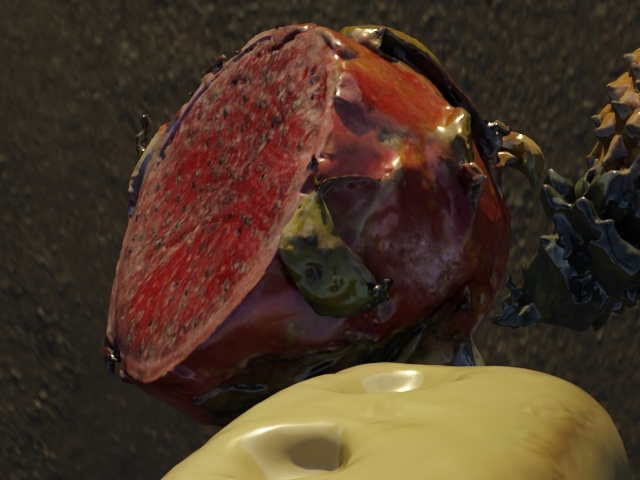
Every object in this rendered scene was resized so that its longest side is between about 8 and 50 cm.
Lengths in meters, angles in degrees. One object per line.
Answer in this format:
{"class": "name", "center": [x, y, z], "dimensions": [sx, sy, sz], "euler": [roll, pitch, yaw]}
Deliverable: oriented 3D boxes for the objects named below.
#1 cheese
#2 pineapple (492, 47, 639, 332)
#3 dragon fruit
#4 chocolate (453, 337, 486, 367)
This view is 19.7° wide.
{"class": "cheese", "center": [0.022, 0.143, 0.501], "dimensions": [0.117, 0.218, 0.235], "euler": [2, 39, 22]}
{"class": "pineapple", "center": [0.292, -0.046, 1.561], "dimensions": [0.357, 0.223, 0.223], "euler": [-43, 72, -8]}
{"class": "dragon fruit", "center": [0.000, 0.000, 0.897], "dimensions": [0.147, 0.282, 0.211], "euler": [29, 89, -23]}
{"class": "chocolate", "center": [0.071, 0.070, 1.208], "dimensions": [0.072, 0.072, 0.167], "euler": [-13, 98, -3]}
